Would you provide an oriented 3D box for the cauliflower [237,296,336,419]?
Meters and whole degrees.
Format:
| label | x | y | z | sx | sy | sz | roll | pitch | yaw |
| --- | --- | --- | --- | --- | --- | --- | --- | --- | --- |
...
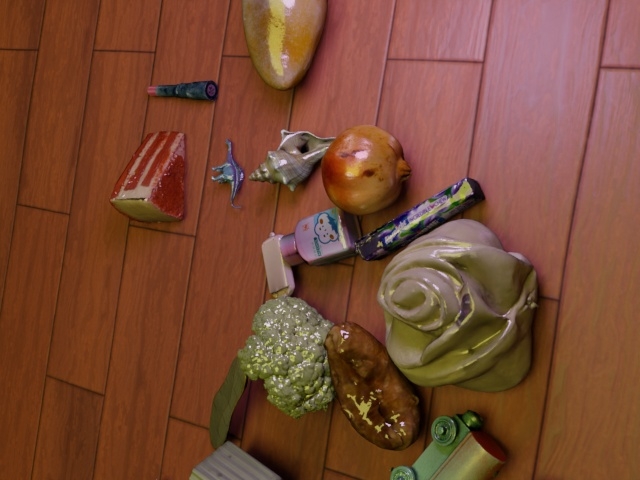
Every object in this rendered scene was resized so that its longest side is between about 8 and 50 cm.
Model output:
| label | x | y | z | sx | sy | sz | roll | pitch | yaw |
| --- | --- | --- | --- | --- | --- | --- | --- | --- | --- |
| cauliflower | -0.068 | 0.290 | 1.971 | 0.272 | 0.275 | 0.250 | 31 | 142 | 4 |

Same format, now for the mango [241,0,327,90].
| label | x | y | z | sx | sy | sz | roll | pitch | yaw |
| --- | --- | --- | --- | --- | --- | --- | --- | --- | --- |
| mango | -0.088 | -0.552 | 2.019 | 0.222 | 0.199 | 0.383 | -5 | 85 | 31 |

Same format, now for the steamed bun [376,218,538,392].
| label | x | y | z | sx | sy | sz | roll | pitch | yaw |
| --- | --- | --- | --- | --- | --- | --- | --- | --- | --- |
| steamed bun | 0.270 | 0.132 | 1.730 | 0.343 | 0.255 | 0.367 | 7 | 89 | 34 |

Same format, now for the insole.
| label | x | y | z | sx | sy | sz | roll | pitch | yaw |
| --- | --- | --- | --- | --- | --- | --- | --- | --- | --- |
| insole | -0.237 | 0.410 | 2.064 | 0.119 | 0.009 | 0.348 | 64 | 144 | 35 |

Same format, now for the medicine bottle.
| label | x | y | z | sx | sy | sz | roll | pitch | yaw |
| --- | --- | --- | --- | --- | --- | --- | --- | --- | --- |
| medicine bottle | 0.000 | 0.000 | 1.990 | 0.188 | 0.094 | 0.119 | -19 | 76 | 28 |

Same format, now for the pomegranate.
| label | x | y | z | sx | sy | sz | roll | pitch | yaw |
| --- | --- | --- | --- | --- | --- | --- | --- | --- | --- |
| pomegranate | 0.100 | -0.157 | 1.887 | 0.209 | 0.209 | 0.209 | -2 | 85 | 31 |

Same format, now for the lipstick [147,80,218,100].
| label | x | y | z | sx | sy | sz | roll | pitch | yaw |
| --- | --- | --- | --- | --- | --- | --- | --- | --- | --- |
| lipstick | -0.390 | -0.413 | 2.277 | 0.234 | 0.053 | 0.053 | 6 | 90 | 33 |

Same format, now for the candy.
| label | x | y | z | sx | sy | sz | roll | pitch | yaw |
| --- | --- | --- | --- | --- | --- | --- | --- | --- | --- |
| candy | 0.224 | -0.045 | 1.862 | 0.312 | 0.088 | 0.061 | -31 | 76 | 25 |

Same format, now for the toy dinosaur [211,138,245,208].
| label | x | y | z | sx | sy | sz | roll | pitch | yaw |
| --- | --- | --- | --- | --- | --- | --- | --- | --- | --- |
| toy dinosaur | -0.242 | -0.174 | 2.175 | 0.080 | 0.045 | 0.197 | -15 | 75 | 19 |

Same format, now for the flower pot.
| label | x | y | z | sx | sy | sz | roll | pitch | yaw |
| --- | --- | --- | --- | --- | --- | --- | --- | --- | --- |
| flower pot | -0.204 | 0.635 | 2.004 | 0.190 | 0.209 | 0.239 | 25 | 101 | 30 |

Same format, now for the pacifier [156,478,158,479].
| label | x | y | z | sx | sy | sz | roll | pitch | yaw |
| --- | --- | --- | --- | --- | --- | --- | --- | --- | --- |
| pacifier | -0.416 | 0.678 | 2.225 | 0.064 | 0.068 | 0.083 | -20 | 94 | -6 |

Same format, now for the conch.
| label | x | y | z | sx | sy | sz | roll | pitch | yaw |
| --- | --- | --- | --- | --- | --- | --- | --- | --- | --- |
| conch | -0.070 | -0.204 | 2.049 | 0.234 | 0.114 | 0.137 | -36 | 77 | -13 |

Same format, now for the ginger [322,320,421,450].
| label | x | y | z | sx | sy | sz | roll | pitch | yaw |
| --- | --- | --- | --- | --- | --- | --- | --- | --- | --- |
| ginger | 0.109 | 0.322 | 1.848 | 0.165 | 0.172 | 0.321 | -32 | 93 | -1 |

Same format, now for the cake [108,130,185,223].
| label | x | y | z | sx | sy | sz | roll | pitch | yaw |
| --- | --- | --- | --- | --- | --- | --- | --- | --- | --- |
| cake | -0.440 | -0.163 | 2.292 | 0.158 | 0.159 | 0.262 | 1 | 53 | 31 |

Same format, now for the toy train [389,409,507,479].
| label | x | y | z | sx | sy | sz | roll | pitch | yaw |
| --- | --- | --- | --- | --- | --- | --- | --- | --- | --- |
| toy train | 0.274 | 0.502 | 1.767 | 0.285 | 0.116 | 0.177 | -54 | 50 | 16 |

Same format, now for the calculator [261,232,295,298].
| label | x | y | z | sx | sy | sz | roll | pitch | yaw |
| --- | --- | --- | --- | --- | --- | --- | --- | --- | --- |
| calculator | -0.107 | 0.064 | 2.067 | 0.100 | 0.032 | 0.174 | -26 | 72 | 56 |
